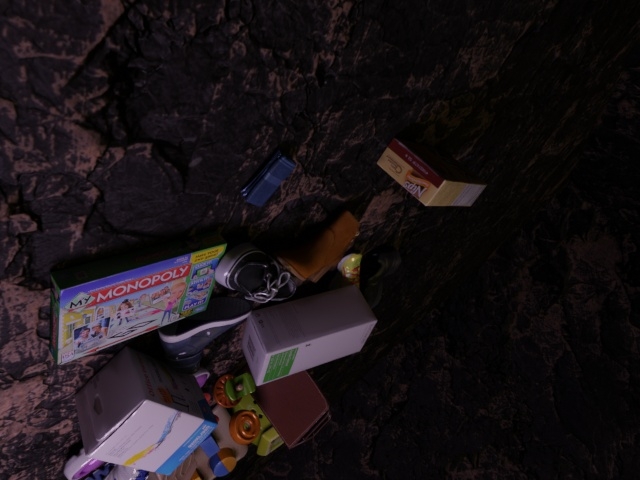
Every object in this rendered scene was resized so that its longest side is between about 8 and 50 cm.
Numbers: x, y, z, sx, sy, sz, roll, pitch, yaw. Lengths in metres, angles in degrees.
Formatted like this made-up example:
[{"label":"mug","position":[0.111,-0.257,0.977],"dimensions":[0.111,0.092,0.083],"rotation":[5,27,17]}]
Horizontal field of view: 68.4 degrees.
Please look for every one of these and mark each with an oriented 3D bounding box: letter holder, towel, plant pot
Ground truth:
[{"label":"letter holder","position":[-0.091,0.486,1.573],"dimensions":[0.214,0.302,0.152],"rotation":[-50,154,12]},{"label":"towel","position":[-0.103,-0.123,0.940],"dimensions":[0.119,0.029,0.067],"rotation":[-48,154,8]},{"label":"plant pot","position":[-0.196,0.679,1.830],"dimensions":[0.227,0.207,0.228],"rotation":[-25,148,-33]}]

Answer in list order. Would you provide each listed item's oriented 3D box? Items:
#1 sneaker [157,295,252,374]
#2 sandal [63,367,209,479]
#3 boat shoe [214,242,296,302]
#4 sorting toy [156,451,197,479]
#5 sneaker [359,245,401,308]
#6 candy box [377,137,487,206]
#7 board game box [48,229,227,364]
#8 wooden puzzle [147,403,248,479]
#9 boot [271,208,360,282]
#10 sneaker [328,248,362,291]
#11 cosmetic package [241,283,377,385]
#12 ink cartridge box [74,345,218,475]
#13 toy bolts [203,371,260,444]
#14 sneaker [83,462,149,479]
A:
[{"label":"sneaker","position":[-0.276,0.231,1.142],"dimensions":[0.226,0.086,0.163],"rotation":[-15,133,-30]},{"label":"sandal","position":[-0.463,0.504,1.263],"dimensions":[0.416,0.102,0.169],"rotation":[-35,164,-20]},{"label":"boat shoe","position":[-0.134,0.091,1.090],"dimensions":[0.113,0.105,0.306],"rotation":[-55,161,-6]},{"label":"sorting toy","position":[-0.450,0.705,1.466],"dimensions":[0.193,0.038,0.208],"rotation":[-61,156,-58]},{"label":"sneaker","position":[0.172,0.141,1.691],"dimensions":[0.130,0.109,0.286],"rotation":[-3,124,-46]},{"label":"candy box","position":[0.312,-0.180,1.285],"dimensions":[0.316,0.183,0.088],"rotation":[-6,137,-52]},{"label":"board game box","position":[-0.345,0.103,0.910],"dimensions":[0.317,0.046,0.214],"rotation":[-18,146,-43]},{"label":"wooden puzzle","position":[-0.431,0.781,1.663],"dimensions":[0.347,0.080,0.322],"rotation":[-34,131,-23]},{"label":"boot","position":[0.001,0.001,1.221],"dimensions":[0.211,0.104,0.295],"rotation":[-51,160,3]},{"label":"sneaker","position":[0.100,0.116,1.532],"dimensions":[0.081,0.094,0.208],"rotation":[-23,147,-37]},{"label":"cosmetic package","position":[-0.037,0.278,1.425],"dimensions":[0.365,0.155,0.197],"rotation":[-11,142,-25]},{"label":"ink cartridge box","position":[-0.388,0.383,1.057],"dimensions":[0.168,0.171,0.233],"rotation":[-45,137,-2]},{"label":"toy bolts","position":[-0.317,0.536,1.442],"dimensions":[0.228,0.218,0.158],"rotation":[-6,160,-43]},{"label":"sneaker","position":[-0.544,0.701,1.376],"dimensions":[0.315,0.182,0.127],"rotation":[-46,156,4]}]
